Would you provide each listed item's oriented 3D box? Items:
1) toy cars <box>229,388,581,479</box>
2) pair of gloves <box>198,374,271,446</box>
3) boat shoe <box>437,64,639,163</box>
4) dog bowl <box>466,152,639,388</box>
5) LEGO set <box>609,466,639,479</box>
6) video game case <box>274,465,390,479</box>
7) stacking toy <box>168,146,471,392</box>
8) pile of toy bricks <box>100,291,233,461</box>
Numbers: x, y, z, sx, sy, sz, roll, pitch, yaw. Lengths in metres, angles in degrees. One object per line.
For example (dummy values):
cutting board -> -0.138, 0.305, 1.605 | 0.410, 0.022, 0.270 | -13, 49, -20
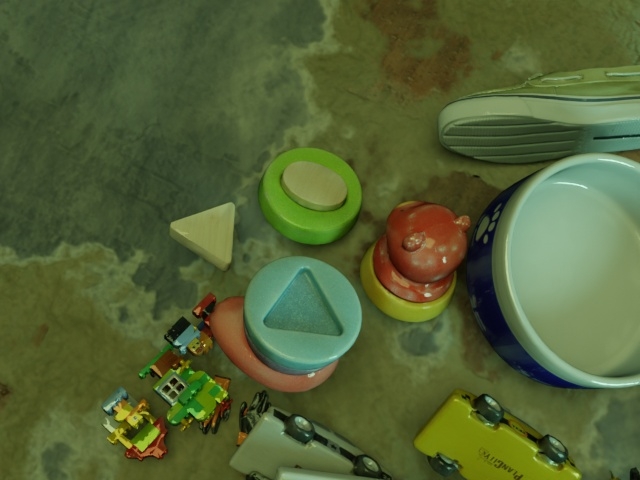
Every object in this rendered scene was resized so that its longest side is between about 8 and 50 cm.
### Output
toy cars -> 0.096, 0.245, 1.165 | 0.393, 0.087, 0.176 | -6, 112, 2
pair of gloves -> -0.105, 0.208, 1.224 | 0.083, 0.010, 0.074 | 19, 77, 6
boat shoe -> 0.291, -0.163, 1.267 | 0.302, 0.109, 0.094 | -2, 60, -7
dog bowl -> 0.306, 0.039, 1.161 | 0.264, 0.104, 0.265 | 3, 79, -17
LEGO set -> 0.457, 0.312, 1.049 | 0.331, 0.255, 0.192 | -7, 103, 12
video game case -> 0.042, 0.362, 1.106 | 0.227, 0.026, 0.206 | 11, 96, -13
stacking toy -> 0.000, 0.000, 1.164 | 0.309, 0.130, 0.279 | -31, 72, -28
pile of toy bricks -> -0.152, 0.169, 1.179 | 0.105, 0.118, 0.212 | 40, 71, 9
